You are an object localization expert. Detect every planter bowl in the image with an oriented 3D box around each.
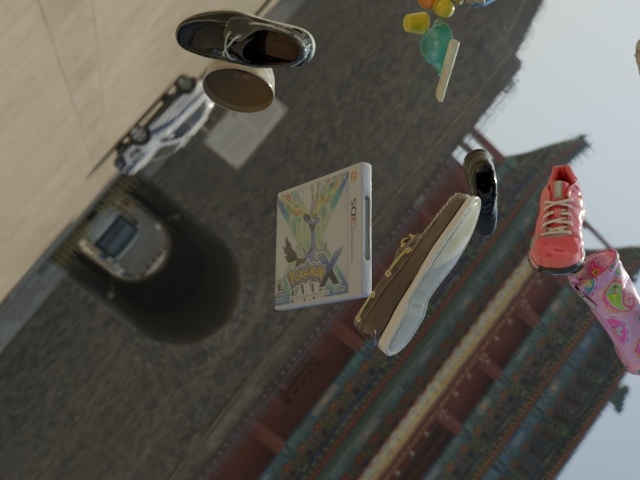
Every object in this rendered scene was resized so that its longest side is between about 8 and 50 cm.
[{"bbox_3d":[-0.176,-0.378,1.703,0.162,0.162,0.109,-34,-138,53],"label":"planter bowl"}]

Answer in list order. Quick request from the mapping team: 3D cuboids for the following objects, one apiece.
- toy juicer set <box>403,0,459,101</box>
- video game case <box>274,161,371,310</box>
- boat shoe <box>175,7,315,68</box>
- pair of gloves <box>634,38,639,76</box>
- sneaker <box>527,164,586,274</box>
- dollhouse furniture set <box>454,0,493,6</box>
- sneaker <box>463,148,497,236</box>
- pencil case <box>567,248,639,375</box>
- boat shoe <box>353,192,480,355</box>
[{"bbox_3d":[0.360,-0.597,2.217,0.209,0.090,0.328,118,-39,-54],"label":"toy juicer set"},{"bbox_3d":[0.000,0.000,1.759,0.329,0.036,0.299,-16,-111,51],"label":"video game case"},{"bbox_3d":[-0.129,-0.325,1.229,0.079,0.233,0.084,-66,165,-60],"label":"boat shoe"},{"bbox_3d":[0.771,-0.355,1.782,0.042,0.240,0.204,-8,-126,17],"label":"pair of gloves"},{"bbox_3d":[0.488,-0.049,1.572,0.116,0.136,0.313,-2,-147,21],"label":"sneaker"},{"bbox_3d":[0.450,-0.868,2.220,0.198,0.286,0.303,18,-137,39],"label":"dollhouse furniture set"},{"bbox_3d":[0.498,-0.132,2.334,0.109,0.286,0.130,-13,-154,1],"label":"sneaker"},{"bbox_3d":[0.637,0.155,1.607,0.124,0.284,0.124,-34,-168,8],"label":"pencil case"},{"bbox_3d":[0.172,0.047,1.360,0.117,0.097,0.324,16,106,-57],"label":"boat shoe"}]
